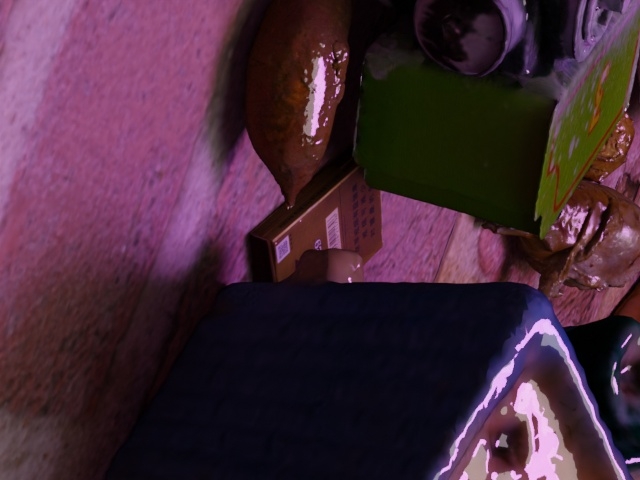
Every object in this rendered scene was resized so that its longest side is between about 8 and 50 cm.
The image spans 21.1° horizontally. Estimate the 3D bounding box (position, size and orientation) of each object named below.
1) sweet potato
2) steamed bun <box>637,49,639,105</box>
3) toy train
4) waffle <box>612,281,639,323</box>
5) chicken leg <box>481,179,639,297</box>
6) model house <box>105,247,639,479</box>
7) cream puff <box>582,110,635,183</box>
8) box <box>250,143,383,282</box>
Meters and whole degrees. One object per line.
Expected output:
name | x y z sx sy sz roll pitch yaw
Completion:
sweet potato | -0.009 -0.133 1.077 0.068 0.068 0.226 19 83 -61
steamed bun | 0.373 -0.180 1.627 0.228 0.130 0.177 -40 128 -41
toy train | 0.132 -0.151 1.176 0.307 0.173 0.249 -49 151 -54
waffle | 0.422 0.085 1.909 0.328 0.098 0.224 -47 145 -35
chicken leg | 0.207 -0.006 1.498 0.227 0.088 0.103 7 138 -46
model house | 0.113 0.176 1.073 0.382 0.334 0.343 2 87 -39
cream puff | 0.253 -0.088 1.551 0.083 0.058 0.083 -40 141 -45
box | 0.000 0.000 1.209 0.133 0.023 0.090 -44 140 -40
